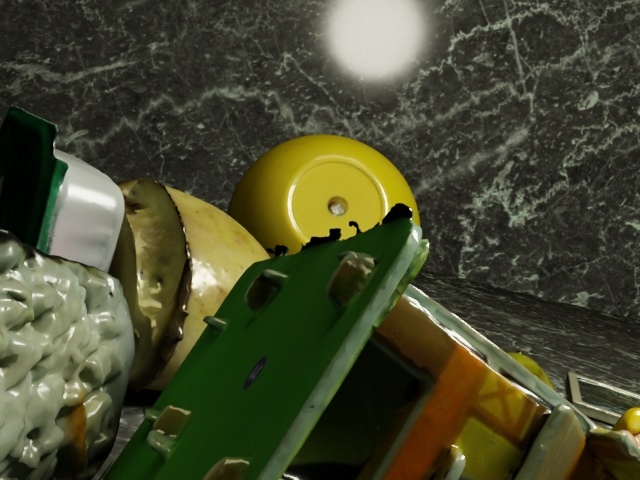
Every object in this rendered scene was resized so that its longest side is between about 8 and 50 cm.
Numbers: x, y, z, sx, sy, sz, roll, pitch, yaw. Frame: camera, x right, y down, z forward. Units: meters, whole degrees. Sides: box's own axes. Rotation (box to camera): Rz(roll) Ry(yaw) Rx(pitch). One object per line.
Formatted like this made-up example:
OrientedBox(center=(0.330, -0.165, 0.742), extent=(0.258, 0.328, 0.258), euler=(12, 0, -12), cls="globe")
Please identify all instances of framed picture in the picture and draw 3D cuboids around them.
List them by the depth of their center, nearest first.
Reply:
OrientedBox(center=(0.576, 0.301, 1.253), extent=(0.324, 0.020, 0.240), euler=(16, 6, 17), cls="framed picture")

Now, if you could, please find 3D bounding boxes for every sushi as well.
OrientedBox(center=(-0.252, 0.085, 0.464), extent=(0.170, 0.211, 0.350), euler=(4, 0, 10), cls="sushi")

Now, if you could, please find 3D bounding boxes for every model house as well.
OrientedBox(center=(0.035, 0.180, 0.486), extent=(0.312, 0.242, 0.357), euler=(40, -18, -12), cls="model house")

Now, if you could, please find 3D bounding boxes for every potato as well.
OrientedBox(center=(-0.149, 0.065, 0.880), extent=(0.242, 0.243, 0.285), euler=(9, 15, -38), cls="potato")

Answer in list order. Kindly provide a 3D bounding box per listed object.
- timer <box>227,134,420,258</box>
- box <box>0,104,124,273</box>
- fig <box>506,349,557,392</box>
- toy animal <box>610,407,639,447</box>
OrientedBox(center=(0.000, 0.000, 1.341), extent=(0.376, 0.376, 0.387), euler=(14, -16, -2), cls="timer")
OrientedBox(center=(-0.315, -0.005, 0.855), extent=(0.106, 0.264, 0.336), euler=(13, 7, -32), cls="box")
OrientedBox(center=(0.188, 0.193, 0.797), extent=(0.144, 0.154, 0.166), euler=(50, 43, -9), cls="fig")
OrientedBox(center=(0.397, 0.262, 0.929), extent=(0.082, 0.091, 0.114), euler=(33, 12, 23), cls="toy animal")
